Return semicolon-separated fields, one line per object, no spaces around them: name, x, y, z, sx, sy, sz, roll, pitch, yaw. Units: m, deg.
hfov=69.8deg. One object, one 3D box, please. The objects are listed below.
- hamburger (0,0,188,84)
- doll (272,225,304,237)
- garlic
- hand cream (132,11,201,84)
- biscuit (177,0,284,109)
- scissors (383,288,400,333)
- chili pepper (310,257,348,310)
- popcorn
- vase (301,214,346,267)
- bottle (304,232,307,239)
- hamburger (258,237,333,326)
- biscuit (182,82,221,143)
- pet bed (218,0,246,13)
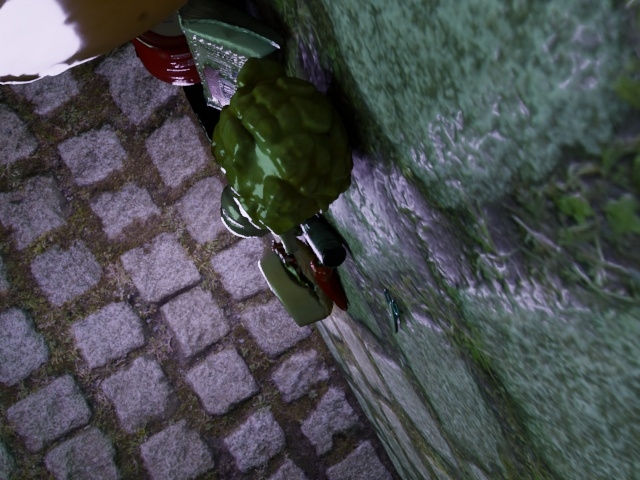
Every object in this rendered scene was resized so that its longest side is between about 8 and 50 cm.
hamburger;-0.261;-0.368;0.432;0.278;0.395;0.395;57;171;-17
doll;-0.129;-0.117;1.304;0.202;0.091;0.286;-5;131;43
garlic;-0.109;-0.064;1.052;0.212;0.218;0.219;56;169;21
hand cream;-0.293;-0.431;0.935;0.193;0.193;0.125;59;166;9
biscuit;-0.137;-0.287;0.784;0.185;0.079;0.309;26;166;1
scissors;0.144;0.146;0.902;0.058;0.014;0.119;56;167;45
chili pepper;0.022;0.108;1.277;0.071;0.063;0.272;-112;-1;-48
popcorn;-0.058;-0.129;0.659;0.217;0.180;0.235;60;165;13
vase;-0.006;-0.016;1.060;0.211;0.059;0.060;55;170;52
bottle;0.000;0.000;1.117;0.096;0.045;0.045;45;162;49
hamburger;-0.065;0.129;1.445;0.302;0.170;0.302;57;175;8
biscuit;-0.285;-0.328;1.386;0.408;0.091;0.407;63;180;0
pet bed;-0.174;-0.435;0.741;0.201;0.053;0.201;63;173;14
